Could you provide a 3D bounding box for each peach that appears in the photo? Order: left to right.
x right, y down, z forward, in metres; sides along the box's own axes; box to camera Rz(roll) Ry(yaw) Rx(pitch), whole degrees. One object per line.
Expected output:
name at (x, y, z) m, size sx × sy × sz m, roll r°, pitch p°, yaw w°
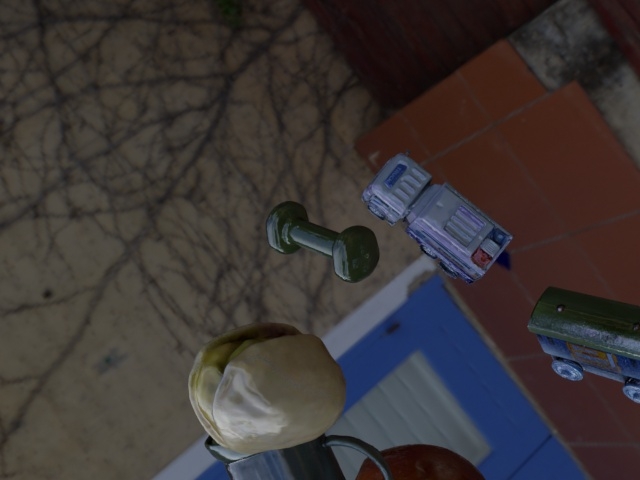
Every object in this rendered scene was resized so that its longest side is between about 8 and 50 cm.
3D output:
peach at (0.213, 0.602, 1.912) m, size 0.310 × 0.406 × 0.335 m, roll -3°, pitch 118°, yaw 16°

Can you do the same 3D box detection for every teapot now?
teapot at (-0.007, 0.425, 1.564) m, size 0.337 × 0.270 × 0.200 m, roll 67°, pitch -166°, yaw -4°

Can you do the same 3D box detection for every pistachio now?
pistachio at (-0.051, 0.161, 1.003) m, size 0.117 × 0.145 × 0.200 m, roll 21°, pitch -178°, yaw 31°

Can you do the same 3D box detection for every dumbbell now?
dumbbell at (0.000, 0.000, 0.864) m, size 0.118 × 0.046 × 0.052 m, roll 22°, pitch 131°, yaw 46°

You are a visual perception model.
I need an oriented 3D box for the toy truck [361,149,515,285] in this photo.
toy truck at (0.211, -0.047, 1.761) m, size 0.268 × 0.124 × 0.155 m, roll 38°, pitch 173°, yaw 2°

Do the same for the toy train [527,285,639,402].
toy train at (0.569, 0.212, 1.919) m, size 0.299 × 0.131 × 0.202 m, roll 13°, pitch 148°, yaw 39°
